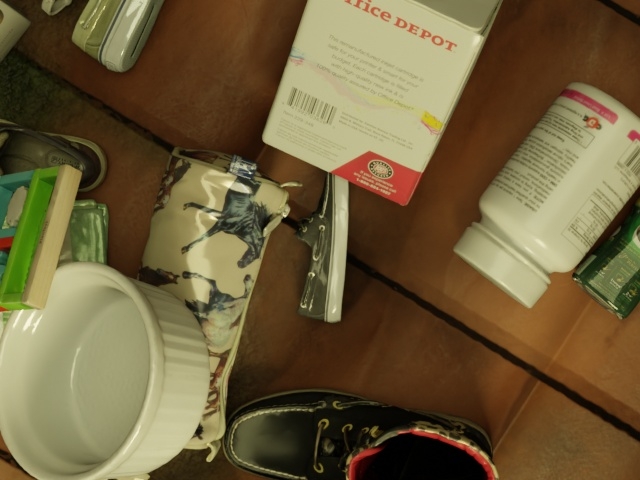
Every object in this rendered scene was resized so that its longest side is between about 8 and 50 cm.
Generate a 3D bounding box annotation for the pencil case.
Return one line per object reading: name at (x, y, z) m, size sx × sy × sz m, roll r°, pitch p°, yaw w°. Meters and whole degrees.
pencil case at (-0.165, 0.083, 1.800) m, size 0.184 × 0.160 × 0.410 m, roll 14°, pitch 89°, yaw 17°

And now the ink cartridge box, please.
ink cartridge box at (0.078, -0.226, 1.729) m, size 0.226 × 0.131 × 0.306 m, roll 26°, pitch 132°, yaw 3°

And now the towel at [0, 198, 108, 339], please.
towel at (-0.460, 0.072, 1.876) m, size 0.325 × 0.038 × 0.247 m, roll -3°, pitch 89°, yaw 1°

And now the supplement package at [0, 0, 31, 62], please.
supplement package at (-0.512, -0.304, 1.778) m, size 0.134 × 0.244 × 0.139 m, roll 38°, pitch 91°, yaw 3°

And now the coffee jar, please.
coffee jar at (0.440, 0.012, 1.815) m, size 0.096 × 0.079 × 0.184 m, roll 41°, pitch 92°, yaw 6°

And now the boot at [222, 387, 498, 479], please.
boot at (0.051, 0.281, 1.722) m, size 0.377 × 0.284 × 0.138 m, roll 8°, pitch 89°, yaw 1°

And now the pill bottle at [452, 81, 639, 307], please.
pill bottle at (0.317, -0.059, 1.781) m, size 0.160 × 0.160 × 0.283 m, roll 38°, pitch 91°, yaw 3°

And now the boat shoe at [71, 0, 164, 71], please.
boat shoe at (-0.253, -0.386, 1.840) m, size 0.094 × 0.109 × 0.302 m, roll 27°, pitch 93°, yaw 5°

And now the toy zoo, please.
toy zoo at (-0.443, 0.004, 1.754) m, size 0.293 × 0.030 × 0.192 m, roll -6°, pitch 64°, yaw 41°

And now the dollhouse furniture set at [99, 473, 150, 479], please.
dollhouse furniture set at (-0.341, 0.303, 1.809) m, size 0.184 × 0.129 × 0.129 m, roll 39°, pitch 91°, yaw -5°

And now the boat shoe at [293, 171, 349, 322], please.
boat shoe at (0.000, 0.000, 1.840) m, size 0.076 × 0.080 × 0.228 m, roll 4°, pitch 97°, yaw 1°

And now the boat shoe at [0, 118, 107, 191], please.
boat shoe at (-0.446, -0.121, 1.848) m, size 0.285 × 0.092 × 0.102 m, roll 10°, pitch 90°, yaw 3°

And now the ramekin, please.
ramekin at (-0.271, 0.172, 1.670) m, size 0.277 × 0.135 × 0.277 m, roll -8°, pitch 76°, yaw 34°

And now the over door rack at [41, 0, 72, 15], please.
over door rack at (-0.379, -0.502, 1.794) m, size 0.239 × 0.108 × 0.324 m, roll 39°, pitch 129°, yaw 3°
